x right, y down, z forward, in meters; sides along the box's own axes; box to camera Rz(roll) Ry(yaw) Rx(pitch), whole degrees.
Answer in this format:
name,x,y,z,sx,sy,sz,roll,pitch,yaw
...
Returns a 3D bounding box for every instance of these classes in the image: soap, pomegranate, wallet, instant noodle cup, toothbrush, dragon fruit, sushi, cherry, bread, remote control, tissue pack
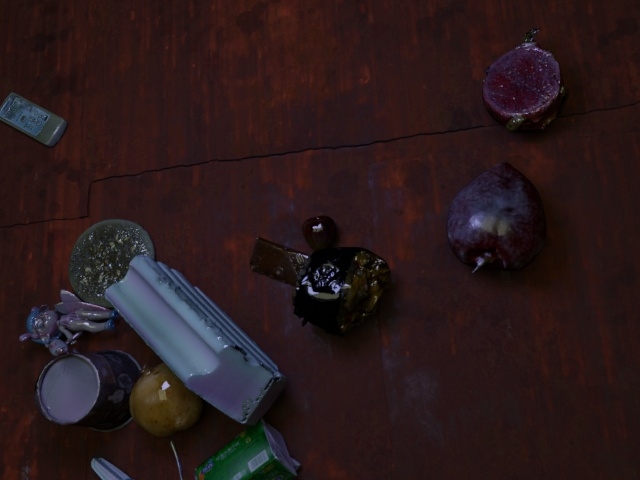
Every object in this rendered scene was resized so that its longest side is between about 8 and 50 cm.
name,x,y,z,sx,sy,sz,roll,pitch,yaw
soap,-0.291,0.241,1.589,0.446,0.261,0.156,38,86,26
pomegranate,-0.386,0.383,1.623,0.196,0.196,0.196,-3,75,11
wallet,-0.099,0.059,1.720,0.176,0.026,0.095,19,100,15
instant noodle cup,-0.583,0.375,1.652,0.218,0.207,0.217,-3,76,11
toothbrush,-0.358,0.568,1.654,0.013,0.011,0.131,-29,71,16
dragon fruit,0.527,-0.385,1.674,0.211,0.147,0.282,8,74,23
sushi,0.053,0.125,1.595,0.204,0.200,0.213,14,65,13
cherry,0.421,-0.048,1.561,0.230,0.203,0.300,9,69,21
bread,-0.587,0.061,1.824,0.267,0.040,0.266,-3,75,11
remote control,-0.884,-0.370,2.005,0.234,0.038,0.098,27,81,18
tissue pack,-0.165,0.561,1.558,0.209,0.156,0.148,-39,35,1

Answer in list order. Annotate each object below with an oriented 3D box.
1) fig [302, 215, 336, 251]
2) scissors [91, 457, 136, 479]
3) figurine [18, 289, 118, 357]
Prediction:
name,x,y,z,sx,sy,sz,roll,pitch,yaw
fig,0.000,0.000,1.709,0.089,0.089,0.125,-2,107,11
scissors,-0.480,0.633,1.651,0.256,0.030,0.125,33,85,15
figurine,-0.670,0.243,1.753,0.260,0.103,0.205,-5,56,7
